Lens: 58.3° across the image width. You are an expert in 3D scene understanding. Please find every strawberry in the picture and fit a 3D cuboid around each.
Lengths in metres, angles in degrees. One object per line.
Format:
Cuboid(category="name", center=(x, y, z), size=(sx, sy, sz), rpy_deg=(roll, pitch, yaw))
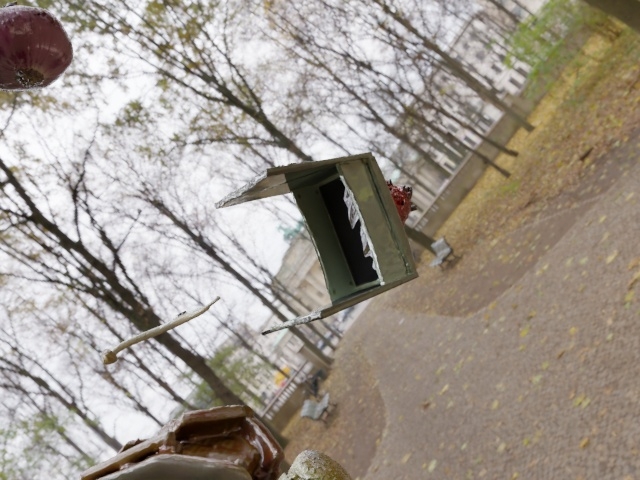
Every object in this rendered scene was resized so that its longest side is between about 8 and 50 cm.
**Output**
Cuboid(category="strawberry", center=(0.125, -0.075, 1.281), size=(0.085, 0.192, 0.141), rpy_deg=(-177, 104, -83))

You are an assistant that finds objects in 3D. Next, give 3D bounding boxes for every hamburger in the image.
Cuboid(category="hamburger", center=(0.006, 0.559, 1.291), size=(0.122, 0.189, 0.215), rpy_deg=(-57, -6, -11))

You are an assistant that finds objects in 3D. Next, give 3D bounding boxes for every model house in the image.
Cuboid(category="model house", center=(-0.167, 0.292, 0.686), size=(0.229, 0.219, 0.200), rpy_deg=(-31, -40, -85))

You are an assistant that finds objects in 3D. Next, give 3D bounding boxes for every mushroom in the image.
Cuboid(category="mushroom", center=(-0.357, 0.199, 1.304), size=(0.306, 0.043, 0.068), rpy_deg=(-27, 22, -1))

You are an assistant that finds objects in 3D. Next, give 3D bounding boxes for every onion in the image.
Cuboid(category="onion", center=(-0.349, -0.226, 0.662), size=(0.115, 0.105, 0.115), rpy_deg=(-19, -6, -2))

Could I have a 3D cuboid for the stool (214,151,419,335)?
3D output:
Cuboid(category="stool", center=(0.000, 0.000, 1.000), size=(0.269, 0.244, 0.170), rpy_deg=(-16, -6, -44))
